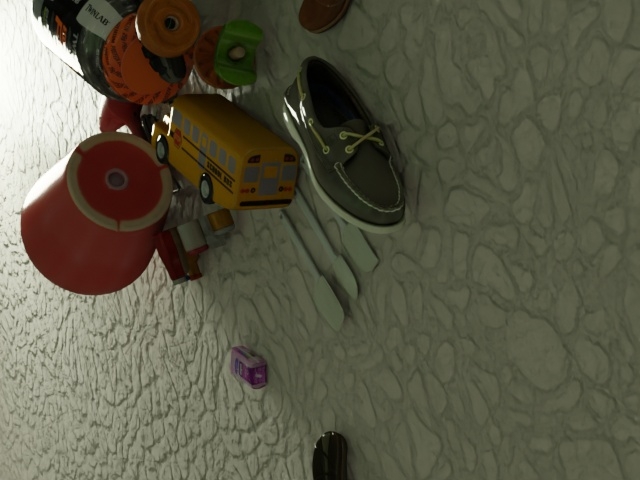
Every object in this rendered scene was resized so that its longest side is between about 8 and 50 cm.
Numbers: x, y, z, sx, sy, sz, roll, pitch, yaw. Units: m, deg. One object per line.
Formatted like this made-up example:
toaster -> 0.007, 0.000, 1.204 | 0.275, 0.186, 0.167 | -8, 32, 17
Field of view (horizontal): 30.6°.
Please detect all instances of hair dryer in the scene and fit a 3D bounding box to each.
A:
hair dryer -> -0.363, -0.215, 2.255 | 0.293, 0.080, 0.224 | 27, 120, 53

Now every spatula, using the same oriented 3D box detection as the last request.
spatula -> 0.000, 0.000, 1.785 | 0.242, 0.019, 0.168 | 58, 142, 33

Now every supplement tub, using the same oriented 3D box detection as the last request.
supplement tub -> -0.372, -0.377, 2.111 | 0.338, 0.207, 0.207 | 39, 129, 48

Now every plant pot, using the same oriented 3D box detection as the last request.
plant pot -> -0.399, -0.065, 2.155 | 0.243, 0.274, 0.275 | -42, 62, 58

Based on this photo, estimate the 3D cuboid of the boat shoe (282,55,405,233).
boat shoe -> 0.034, -0.135, 1.613 | 0.305, 0.109, 0.091 | 59, 147, 38

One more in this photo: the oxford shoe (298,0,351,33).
oxford shoe -> 0.009, -0.362, 1.632 | 0.212, 0.076, 0.076 | -48, 59, 53

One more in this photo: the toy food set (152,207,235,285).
toy food set -> -0.220, 0.018, 2.060 | 0.232, 0.111, 0.105 | -16, 96, 57

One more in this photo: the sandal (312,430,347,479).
sandal -> 0.020, 0.407, 1.821 | 0.090, 0.060, 0.219 | -1, 82, 52

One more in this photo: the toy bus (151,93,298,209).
toy bus -> -0.165, -0.149, 1.920 | 0.332, 0.108, 0.130 | 40, 128, 50

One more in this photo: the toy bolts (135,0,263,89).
toy bolts -> -0.192, -0.367, 1.858 | 0.158, 0.218, 0.229 | 8, 86, 66

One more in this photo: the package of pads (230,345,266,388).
package of pads -> -0.125, 0.219, 2.024 | 0.083, 0.032, 0.050 | 27, 122, 53

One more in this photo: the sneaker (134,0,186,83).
sneaker -> -0.253, -0.391, 1.907 | 0.101, 0.106, 0.267 | -1, 106, 65
